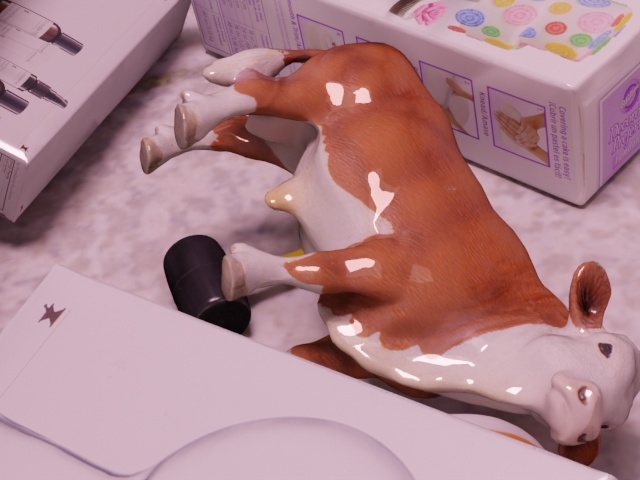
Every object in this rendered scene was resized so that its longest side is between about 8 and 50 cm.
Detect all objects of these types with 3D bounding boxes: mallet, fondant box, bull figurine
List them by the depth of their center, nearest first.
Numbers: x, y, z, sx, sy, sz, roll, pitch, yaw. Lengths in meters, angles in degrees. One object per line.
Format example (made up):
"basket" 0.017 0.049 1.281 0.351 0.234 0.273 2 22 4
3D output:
"bull figurine" 0.028 0.004 0.696 0.188 0.101 0.310 -3 41 -21
"mallet" 0.000 0.000 0.796 0.190 0.039 0.062 -23 46 -18
"fondant box" 0.103 -0.177 0.919 0.330 0.096 0.238 26 54 36

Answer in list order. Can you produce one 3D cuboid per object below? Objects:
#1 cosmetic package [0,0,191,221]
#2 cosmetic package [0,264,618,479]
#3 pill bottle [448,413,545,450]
"cosmetic package" -0.178 -0.122 0.908 0.099 0.060 0.239 30 44 0
"cosmetic package" -0.097 0.204 0.442 0.284 0.097 0.377 14 61 46
"pill bottle" 0.067 0.180 0.513 0.121 0.121 0.216 -16 42 -4
